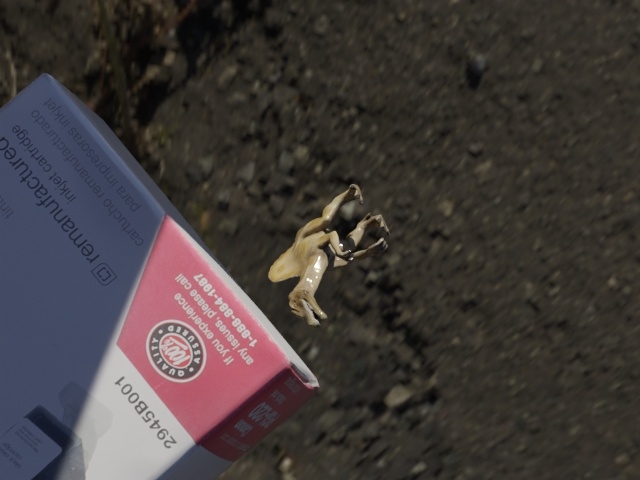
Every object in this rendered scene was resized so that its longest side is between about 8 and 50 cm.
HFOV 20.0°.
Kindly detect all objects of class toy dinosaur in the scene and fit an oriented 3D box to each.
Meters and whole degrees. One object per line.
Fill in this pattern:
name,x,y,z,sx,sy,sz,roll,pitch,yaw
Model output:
toy dinosaur,0.000,0.000,1.355,0.092,0.183,0.053,-32,109,10

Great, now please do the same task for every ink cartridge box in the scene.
ink cartridge box,-0.135,0.065,0.721,0.218,0.092,0.158,-41,79,0
